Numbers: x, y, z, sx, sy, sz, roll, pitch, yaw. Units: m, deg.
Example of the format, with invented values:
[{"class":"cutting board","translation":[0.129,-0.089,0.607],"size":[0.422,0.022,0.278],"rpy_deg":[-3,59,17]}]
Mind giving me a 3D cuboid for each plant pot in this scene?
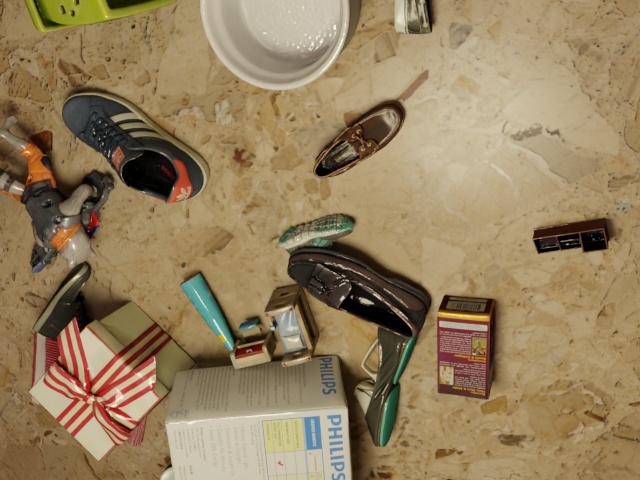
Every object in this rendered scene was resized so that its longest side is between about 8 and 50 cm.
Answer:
[{"class":"plant pot","translation":[-0.437,-0.513,1.495],"size":[0.207,0.228,0.227],"rpy_deg":[-7,109,30]}]

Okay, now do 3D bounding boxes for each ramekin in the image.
[{"class":"ramekin","translation":[-0.062,-0.419,1.442],"size":[0.277,0.135,0.277],"rpy_deg":[8,114,18]}]

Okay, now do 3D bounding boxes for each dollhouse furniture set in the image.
[{"class":"dollhouse furniture set","translation":[-0.115,0.192,1.698],"size":[0.184,0.129,0.129],"rpy_deg":[-15,106,12]}]

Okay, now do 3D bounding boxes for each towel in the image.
[{"class":"towel","translation":[-0.579,0.363,2.014],"size":[0.329,0.037,0.237],"rpy_deg":[19,116,12]}]

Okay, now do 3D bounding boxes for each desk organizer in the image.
[{"class":"desk organizer","translation":[0.457,-0.002,1.473],"size":[0.130,0.050,0.047],"rpy_deg":[-10,108,23]}]

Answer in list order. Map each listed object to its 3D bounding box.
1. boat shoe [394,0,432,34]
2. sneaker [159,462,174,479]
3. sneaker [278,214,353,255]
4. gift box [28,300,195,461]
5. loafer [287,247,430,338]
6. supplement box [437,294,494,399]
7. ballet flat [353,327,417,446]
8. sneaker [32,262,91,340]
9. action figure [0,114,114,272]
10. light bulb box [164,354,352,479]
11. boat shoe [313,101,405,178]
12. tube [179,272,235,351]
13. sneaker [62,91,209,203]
[{"class":"boat shoe","translation":[0.166,-0.463,1.378],"size":[0.070,0.077,0.219],"rpy_deg":[6,121,18]},{"class":"sneaker","translation":[-0.253,0.593,1.964],"size":[0.296,0.147,0.104],"rpy_deg":[15,80,-16]},{"class":"sneaker","translation":[0.000,0.000,1.646],"size":[0.167,0.065,0.076],"rpy_deg":[-15,122,28]},{"class":"gift box","translation":[-0.458,0.291,1.792],"size":[0.255,0.258,0.276],"rpy_deg":[39,107,2]},{"class":"loafer","translation":[0.070,0.106,1.607],"size":[0.303,0.095,0.109],"rpy_deg":[21,134,1]},{"class":"supplement box","translation":[0.290,0.213,1.606],"size":[0.104,0.081,0.188],"rpy_deg":[4,112,18]},{"class":"ballet flat","translation":[0.130,0.297,1.702],"size":[0.096,0.095,0.280],"rpy_deg":[20,107,22]},{"class":"sneaker","translation":[-0.578,0.156,1.915],"size":[0.118,0.083,0.222],"rpy_deg":[34,113,-17]},{"class":"action figure","translation":[-0.633,-0.056,1.784],"size":[0.330,0.178,0.341],"rpy_deg":[44,117,9]},{"class":"light bulb box","translation":[-0.118,0.461,1.718],"size":[0.361,0.225,0.357],"rpy_deg":[-5,111,-2]},{"class":"boat shoe","translation":[0.071,-0.183,1.528],"size":[0.207,0.073,0.073],"rpy_deg":[-38,94,27]},{"class":"tube","translation":[-0.237,0.171,1.794],"size":[0.052,0.080,0.207],"rpy_deg":[-31,97,0]},{"class":"sneaker","translation":[-0.403,-0.190,1.654],"size":[0.350,0.148,0.131],"rpy_deg":[29,118,7]}]
